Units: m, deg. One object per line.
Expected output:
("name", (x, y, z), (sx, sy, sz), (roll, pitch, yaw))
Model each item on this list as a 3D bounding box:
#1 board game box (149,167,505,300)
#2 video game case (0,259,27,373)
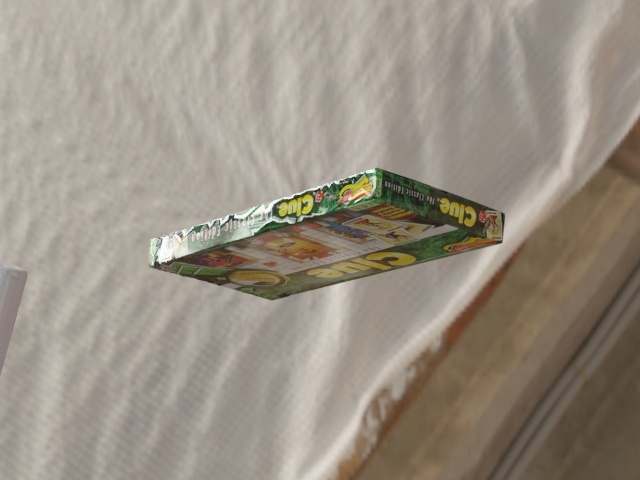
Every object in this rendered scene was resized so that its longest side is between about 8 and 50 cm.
("board game box", (0.000, 0.000, 1.337), (0.136, 0.260, 0.030), (14, -110, -40))
("video game case", (-0.293, 0.096, 1.091), (0.206, 0.026, 0.227), (19, -83, 28))
